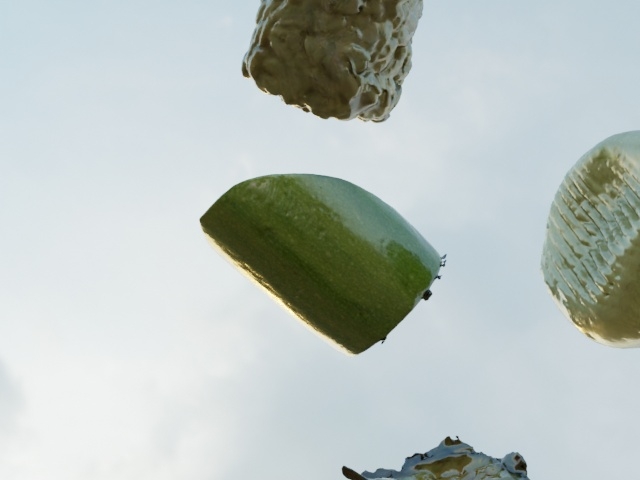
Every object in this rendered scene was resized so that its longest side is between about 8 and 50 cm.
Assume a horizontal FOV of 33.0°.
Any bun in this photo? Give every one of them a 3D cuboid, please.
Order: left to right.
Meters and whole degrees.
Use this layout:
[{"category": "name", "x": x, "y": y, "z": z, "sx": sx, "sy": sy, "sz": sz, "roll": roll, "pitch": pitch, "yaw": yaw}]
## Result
[{"category": "bun", "x": 0.359, "y": 0.003, "z": 1.158, "sx": 0.160, "sy": 0.259, "sz": 0.259, "roll": 19, "pitch": -43, "yaw": -18}]

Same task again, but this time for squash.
[{"category": "squash", "x": 0.000, "y": 0.000, "z": 1.303, "sx": 0.260, "sy": 0.189, "sz": 0.189, "roll": 42, "pitch": -46, "yaw": -9}]

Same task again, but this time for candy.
[{"category": "candy", "x": 0.010, "y": -0.122, "z": 0.613, "sx": 0.095, "sy": 0.085, "sz": 0.110, "roll": 23, "pitch": -88, "yaw": 6}]

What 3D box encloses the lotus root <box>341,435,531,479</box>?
[{"category": "lotus root", "x": 0.067, "y": 0.189, "z": 0.485, "sx": 0.154, "sy": 0.154, "sz": 0.278, "roll": 1, "pitch": -63, "yaw": 30}]
